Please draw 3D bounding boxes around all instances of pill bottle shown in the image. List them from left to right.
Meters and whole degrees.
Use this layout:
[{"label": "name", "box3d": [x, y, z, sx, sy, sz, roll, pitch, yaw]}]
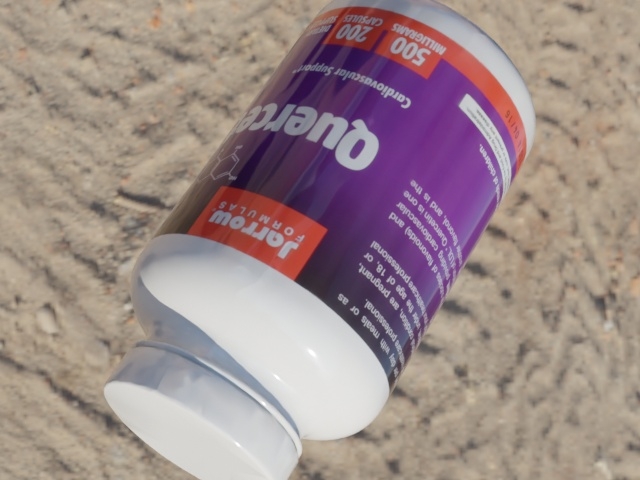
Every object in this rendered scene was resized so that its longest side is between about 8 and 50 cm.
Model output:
[{"label": "pill bottle", "box3d": [0.000, 0.000, 0.785, 0.181, 0.181, 0.323, 50, 59, -31]}]
